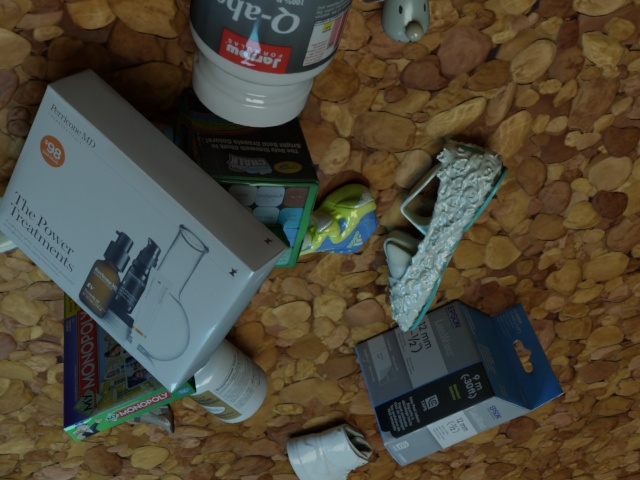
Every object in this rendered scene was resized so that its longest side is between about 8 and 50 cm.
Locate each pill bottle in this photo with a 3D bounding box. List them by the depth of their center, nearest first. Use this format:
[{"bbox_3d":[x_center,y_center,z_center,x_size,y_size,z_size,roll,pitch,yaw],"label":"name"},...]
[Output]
[{"bbox_3d":[-0.059,-0.336,1.291,0.210,0.210,0.363,1,140,-16],"label":"pill bottle"},{"bbox_3d":[-0.214,0.246,1.890,0.131,0.131,0.229,-30,134,14],"label":"pill bottle"}]

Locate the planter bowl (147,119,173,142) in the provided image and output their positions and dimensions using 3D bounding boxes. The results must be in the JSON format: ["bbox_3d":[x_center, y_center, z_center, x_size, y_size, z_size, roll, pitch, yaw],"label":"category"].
[{"bbox_3d":[-0.304,-0.117,1.504,0.109,0.162,0.162,20,131,3],"label":"planter bowl"}]

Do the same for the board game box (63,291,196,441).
[{"bbox_3d":[-0.323,0.159,1.638,0.213,0.317,0.046,-23,134,7],"label":"board game box"}]

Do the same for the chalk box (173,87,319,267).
[{"bbox_3d":[-0.117,-0.072,1.489,0.180,0.289,0.179,2,133,-17],"label":"chalk box"}]

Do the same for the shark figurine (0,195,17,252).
[{"bbox_3d":[-0.524,-0.020,1.567,0.278,0.116,0.166,-13,103,-14],"label":"shark figurine"}]

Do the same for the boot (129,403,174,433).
[{"bbox_3d":[-0.351,0.364,2.038,0.087,0.042,0.118,-5,134,-2],"label":"boot"}]

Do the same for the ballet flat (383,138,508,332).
[{"bbox_3d":[0.194,-0.016,1.774,0.147,0.147,0.409,8,128,-23],"label":"ballet flat"}]

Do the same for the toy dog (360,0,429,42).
[{"bbox_3d":[0.139,-0.402,1.328,0.220,0.161,0.333,-24,135,8],"label":"toy dog"}]

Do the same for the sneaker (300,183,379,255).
[{"bbox_3d":[0.000,0.000,1.737,0.240,0.091,0.126,-26,136,9],"label":"sneaker"}]

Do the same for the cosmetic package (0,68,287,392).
[{"bbox_3d":[-0.265,-0.009,1.385,0.377,0.097,0.284,41,126,8],"label":"cosmetic package"}]

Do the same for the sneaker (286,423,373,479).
[{"bbox_3d":[0.051,0.529,2.264,0.169,0.108,0.292,-20,135,8],"label":"sneaker"}]

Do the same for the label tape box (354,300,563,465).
[{"bbox_3d":[0.266,0.257,1.953,0.348,0.249,0.115,-27,135,11],"label":"label tape box"}]
